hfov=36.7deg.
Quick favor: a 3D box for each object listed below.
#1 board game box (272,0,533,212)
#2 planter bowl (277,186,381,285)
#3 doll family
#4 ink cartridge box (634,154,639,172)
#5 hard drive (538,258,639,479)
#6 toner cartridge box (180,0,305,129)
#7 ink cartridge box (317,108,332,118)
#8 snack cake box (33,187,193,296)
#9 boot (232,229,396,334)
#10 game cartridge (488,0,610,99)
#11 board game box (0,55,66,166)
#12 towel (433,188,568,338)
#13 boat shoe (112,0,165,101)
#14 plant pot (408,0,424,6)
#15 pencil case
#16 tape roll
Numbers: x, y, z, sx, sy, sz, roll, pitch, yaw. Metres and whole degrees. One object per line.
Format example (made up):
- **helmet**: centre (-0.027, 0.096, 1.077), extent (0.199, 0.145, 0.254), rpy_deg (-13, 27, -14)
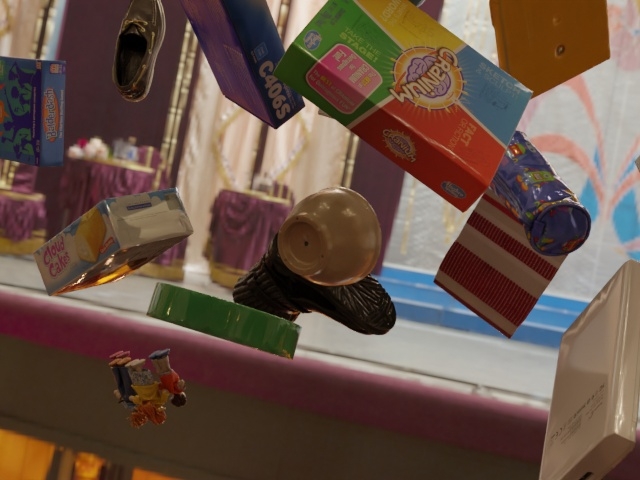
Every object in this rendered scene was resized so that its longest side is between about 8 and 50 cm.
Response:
- **board game box**: centre (0.123, -0.216, 1.333), extent (0.316, 0.242, 0.064), rpy_deg (35, -43, -4)
- **planter bowl**: centre (0.000, 0.000, 1.531), extent (0.162, 0.162, 0.109), rpy_deg (9, 14, 35)
- **doll family**: centre (-0.420, 0.350, 2.221), extent (0.263, 0.163, 0.118), rpy_deg (-8, 16, 46)
- **ink cartridge box**: centre (0.497, -0.082, 1.256), extent (0.072, 0.127, 0.175), rpy_deg (12, 43, -19)
- **hard drive**: centre (0.365, 0.193, 1.291), extent (0.040, 0.307, 0.203), rpy_deg (26, -45, 0)
- **toner cartridge box**: centre (-0.146, -0.356, 1.581), extent (0.165, 0.075, 0.348), rpy_deg (35, -22, 38)
- **ink cartridge box**: centre (0.171, -0.256, 2.068), extent (0.275, 0.060, 0.239), rpy_deg (7, 12, -33)
- **snack cake box**: centre (-0.358, 0.005, 1.655), extent (0.152, 0.089, 0.264), rpy_deg (-15, -9, -46)
- **boot**: centre (-0.017, 0.142, 2.212), extent (0.348, 0.131, 0.260), rpy_deg (37, -44, 1)
- **game cartridge**: centre (0.498, -0.488, 2.091), extent (0.285, 0.323, 0.053), rpy_deg (-27, 35, -16)
- **board game box**: centre (-0.479, -0.206, 1.497), extent (0.210, 0.160, 0.047), rpy_deg (12, 13, 37)
- **towel**: centre (0.423, 0.024, 2.172), extent (0.237, 0.329, 0.037), rpy_deg (38, 22, 23)
- **boat shoe**: centre (-0.355, -0.388, 1.880), extent (0.081, 0.227, 0.068), rpy_deg (5, -9, 7)
- **plant pot**: centre (0.162, -0.516, 1.508), extent (0.272, 0.255, 0.271), rpy_deg (26, 36, -21)
- **pencil case**: centre (0.394, -0.096, 1.830), extent (0.133, 0.119, 0.306), rpy_deg (-3, 35, -14)
- **tape roll**: centre (-0.201, 0.169, 2.024), extent (0.321, 0.077, 0.321), rpy_deg (16, -7, 2)
